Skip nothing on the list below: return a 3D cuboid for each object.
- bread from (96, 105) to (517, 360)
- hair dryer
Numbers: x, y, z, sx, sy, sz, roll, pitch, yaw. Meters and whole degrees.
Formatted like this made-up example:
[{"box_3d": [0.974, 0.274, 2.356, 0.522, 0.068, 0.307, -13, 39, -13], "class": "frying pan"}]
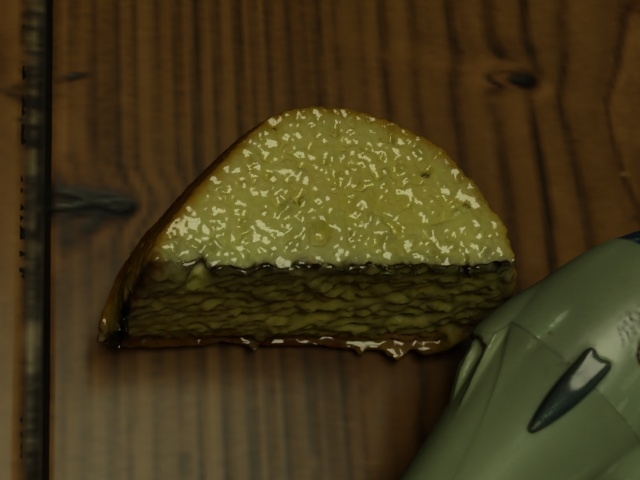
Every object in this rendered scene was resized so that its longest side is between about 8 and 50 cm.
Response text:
[{"box_3d": [-0.007, -0.008, 0.766, 0.260, 0.129, 0.134, -2, 62, -19], "class": "bread"}, {"box_3d": [0.144, 0.178, 0.720, 0.295, 0.119, 0.298, -27, 77, -3], "class": "hair dryer"}]
